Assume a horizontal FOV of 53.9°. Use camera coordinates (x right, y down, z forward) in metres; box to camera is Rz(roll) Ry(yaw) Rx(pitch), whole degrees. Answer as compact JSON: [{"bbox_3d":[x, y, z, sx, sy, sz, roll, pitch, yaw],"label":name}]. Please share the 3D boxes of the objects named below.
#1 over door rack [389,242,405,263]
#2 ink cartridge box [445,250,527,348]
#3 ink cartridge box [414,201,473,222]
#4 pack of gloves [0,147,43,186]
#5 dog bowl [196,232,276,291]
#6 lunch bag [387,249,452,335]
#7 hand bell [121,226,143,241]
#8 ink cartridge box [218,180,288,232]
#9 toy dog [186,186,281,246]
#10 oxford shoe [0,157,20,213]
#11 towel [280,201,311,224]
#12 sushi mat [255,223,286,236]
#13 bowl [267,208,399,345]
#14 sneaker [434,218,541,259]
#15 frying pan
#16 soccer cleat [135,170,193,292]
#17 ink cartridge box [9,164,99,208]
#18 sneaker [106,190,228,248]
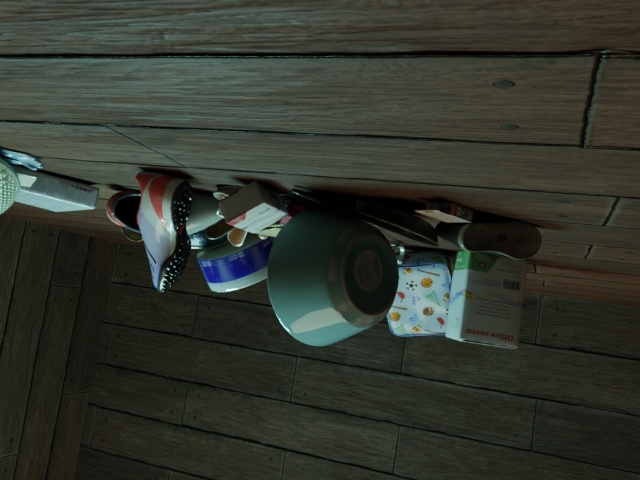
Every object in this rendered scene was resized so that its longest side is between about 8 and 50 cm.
[{"bbox_3d":[0.089,0.029,1.924,0.239,0.108,0.324,4,172,30],"label":"over door rack"},{"bbox_3d":[0.515,0.183,1.960,0.201,0.278,0.117,10,173,-11],"label":"ink cartridge box"},{"bbox_3d":[0.249,-0.060,1.265,0.115,0.029,0.062,15,171,-41],"label":"ink cartridge box"},{"bbox_3d":[-0.756,-0.193,1.422,0.232,0.046,0.195,12,159,-34],"label":"pack of gloves"},{"bbox_3d":[-0.218,0.040,1.822,0.264,0.104,0.265,-20,-163,6],"label":"dog bowl"},{"bbox_3d":[0.333,0.181,2.086,0.243,0.304,0.115,-6,-152,11],"label":"lunch bag"},{"bbox_3d":[-0.503,-0.067,1.999,0.126,0.126,0.242,5,-174,26],"label":"hand bell"},{"bbox_3d":[-0.145,-0.071,1.379,0.099,0.056,0.135,-28,164,13],"label":"ink cartridge box"},{"bbox_3d":[-0.277,-0.037,1.561,0.333,0.161,0.220,5,173,30],"label":"toy dog"},{"bbox_3d":[-0.788,-0.150,1.287,0.130,0.169,0.449,35,180,14],"label":"oxford shoe"},{"bbox_3d":[-0.014,-0.032,1.640,0.198,0.031,0.275,22,169,-10],"label":"towel"},{"bbox_3d":[0.000,0.000,1.544,0.316,0.019,0.151,14,170,-41],"label":"sushi mat"},{"bbox_3d":[0.053,0.078,1.370,0.311,0.312,0.163,14,167,-41],"label":"bowl"},{"bbox_3d":[0.366,-0.016,1.368,0.221,0.083,0.118,7,-170,-24],"label":"sneaker"},{"bbox_3d":[0.109,-0.058,1.376,0.326,0.053,0.197,22,179,11],"label":"frying pan"},{"bbox_3d":[-0.369,-0.019,1.452,0.116,0.318,0.109,22,-141,12],"label":"soccer cleat"},{"bbox_3d":[-0.816,-0.149,1.700,0.330,0.072,0.324,18,170,-39],"label":"ink cartridge box"},{"bbox_3d":[-0.412,-0.053,1.726,0.349,0.131,0.148,10,178,-12],"label":"sneaker"}]
